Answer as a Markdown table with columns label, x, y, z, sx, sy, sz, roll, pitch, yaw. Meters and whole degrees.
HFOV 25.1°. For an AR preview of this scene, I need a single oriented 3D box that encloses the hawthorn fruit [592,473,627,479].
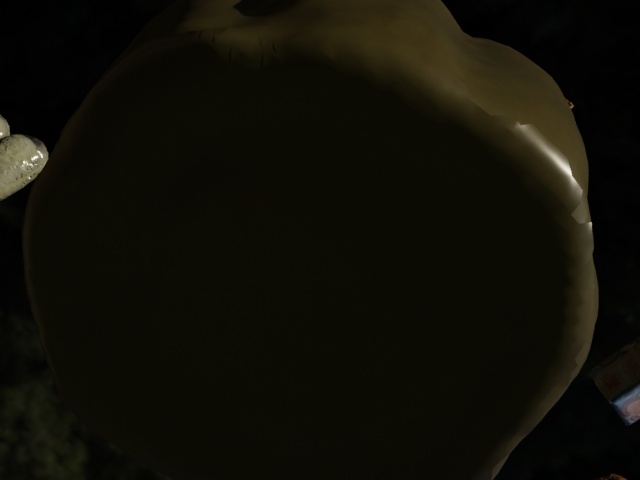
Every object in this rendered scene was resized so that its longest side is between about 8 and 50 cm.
| label | x | y | z | sx | sy | sz | roll | pitch | yaw |
| --- | --- | --- | --- | --- | --- | --- | --- | --- | --- |
| hawthorn fruit | 0.450 | 0.407 | 2.212 | 0.067 | 0.103 | 0.067 | -11 | -147 | 7 |

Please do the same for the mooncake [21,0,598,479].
| label | x | y | z | sx | sy | sz | roll | pitch | yaw |
| --- | --- | --- | --- | --- | --- | --- | --- | --- | --- |
| mooncake | 0.000 | 0.000 | 0.967 | 0.378 | 0.378 | 0.201 | -43 | -168 | 26 |

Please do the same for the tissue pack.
| label | x | y | z | sx | sy | sz | roll | pitch | yaw |
| --- | --- | --- | --- | --- | --- | --- | --- | --- | --- |
| tissue pack | 0.418 | 0.154 | 1.780 | 0.155 | 0.065 | 0.115 | -34 | 150 | 6 |

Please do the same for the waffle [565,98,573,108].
| label | x | y | z | sx | sy | sz | roll | pitch | yaw |
| --- | --- | --- | --- | --- | --- | --- | --- | --- | --- |
| waffle | 0.134 | -0.120 | 1.723 | 0.213 | 0.091 | 0.308 | -39 | -140 | -21 |

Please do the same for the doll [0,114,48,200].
| label | x | y | z | sx | sy | sz | roll | pitch | yaw |
| --- | --- | --- | --- | --- | --- | --- | --- | --- | --- |
| doll | -0.408 | -0.028 | 1.474 | 0.278 | 0.149 | 0.175 | -37 | -162 | -25 |
